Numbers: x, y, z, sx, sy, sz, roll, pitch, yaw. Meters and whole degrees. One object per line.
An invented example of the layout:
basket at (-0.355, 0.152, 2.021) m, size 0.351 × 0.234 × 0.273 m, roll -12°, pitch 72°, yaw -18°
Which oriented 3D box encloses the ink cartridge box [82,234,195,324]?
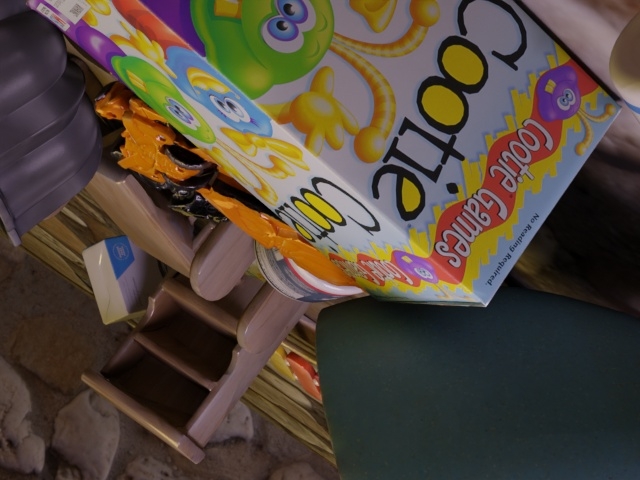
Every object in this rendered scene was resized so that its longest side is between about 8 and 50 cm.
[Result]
ink cartridge box at (-0.214, 0.039, 1.602) m, size 0.060 × 0.180 × 0.104 m, roll -25°, pitch 81°, yaw 45°

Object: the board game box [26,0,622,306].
board game box at (0.000, -0.103, 0.665) m, size 0.275 × 0.144 × 0.142 m, roll 40°, pitch 165°, yaw -16°

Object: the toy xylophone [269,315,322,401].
toy xylophone at (-0.036, 0.165, 1.727) m, size 0.323 × 0.081 × 0.236 m, roll 30°, pitch 165°, yaw 26°

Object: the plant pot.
plant pot at (0.140, 0.146, 0.773) m, size 0.290 × 0.195 × 0.290 m, roll -21°, pitch -90°, yaw -81°

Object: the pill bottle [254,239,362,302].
pill bottle at (0.000, 0.000, 1.065) m, size 0.108 × 0.108 × 0.180 m, roll 39°, pitch 166°, yaw -8°

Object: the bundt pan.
bundt pan at (-0.302, -0.165, 1.082) m, size 0.331 × 0.124 × 0.331 m, roll 54°, pitch 164°, yaw 23°

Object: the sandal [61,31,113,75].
sandal at (-0.157, -0.178, 0.781) m, size 0.219 × 0.060 × 0.090 m, roll 38°, pitch 152°, yaw 42°

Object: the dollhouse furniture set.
dollhouse furniture set at (-0.193, 0.038, 1.340) m, size 0.362 × 0.256 × 0.394 m, roll 28°, pitch 163°, yaw 30°

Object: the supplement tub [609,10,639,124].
supplement tub at (0.181, -0.056, 0.535) m, size 0.107 × 0.071 × 0.071 m, roll 45°, pitch 163°, yaw -31°

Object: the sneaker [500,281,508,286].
sneaker at (0.128, 0.055, 1.012) m, size 0.092 × 0.087 × 0.229 m, roll 13°, pitch 159°, yaw 39°

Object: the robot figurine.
robot figurine at (-0.018, -0.046, 0.848) m, size 0.291 × 0.085 × 0.211 m, roll 28°, pitch 158°, yaw -2°
